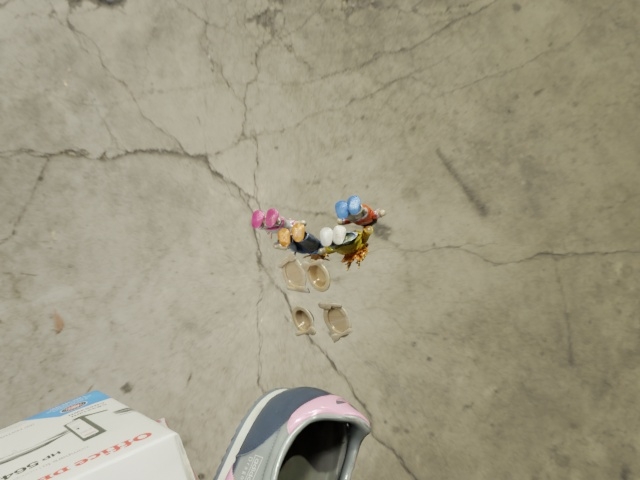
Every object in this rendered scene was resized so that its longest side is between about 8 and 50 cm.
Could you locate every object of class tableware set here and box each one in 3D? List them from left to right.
[{"bbox_3d":[-0.014,0.098,1.280,0.020,0.141,0.169,-24,98,-39],"label":"tableware set"}]

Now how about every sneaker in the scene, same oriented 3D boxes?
[{"bbox_3d":[-0.050,0.272,0.626,0.112,0.131,0.319,30,65,-25],"label":"sneaker"}]

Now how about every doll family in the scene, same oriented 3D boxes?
[{"bbox_3d":[0.000,0.000,1.404,0.263,0.163,0.118,-5,79,20],"label":"doll family"}]

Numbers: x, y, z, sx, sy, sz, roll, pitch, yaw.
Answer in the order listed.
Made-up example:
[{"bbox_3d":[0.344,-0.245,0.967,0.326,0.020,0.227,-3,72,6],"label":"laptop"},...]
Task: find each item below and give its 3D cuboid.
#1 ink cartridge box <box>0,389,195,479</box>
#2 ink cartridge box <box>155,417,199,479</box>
[{"bbox_3d":[-0.198,0.194,0.574,0.148,0.203,0.086,-20,99,-32],"label":"ink cartridge box"},{"bbox_3d":[-0.220,0.473,0.940,0.279,0.160,0.385,-30,108,-16],"label":"ink cartridge box"}]
